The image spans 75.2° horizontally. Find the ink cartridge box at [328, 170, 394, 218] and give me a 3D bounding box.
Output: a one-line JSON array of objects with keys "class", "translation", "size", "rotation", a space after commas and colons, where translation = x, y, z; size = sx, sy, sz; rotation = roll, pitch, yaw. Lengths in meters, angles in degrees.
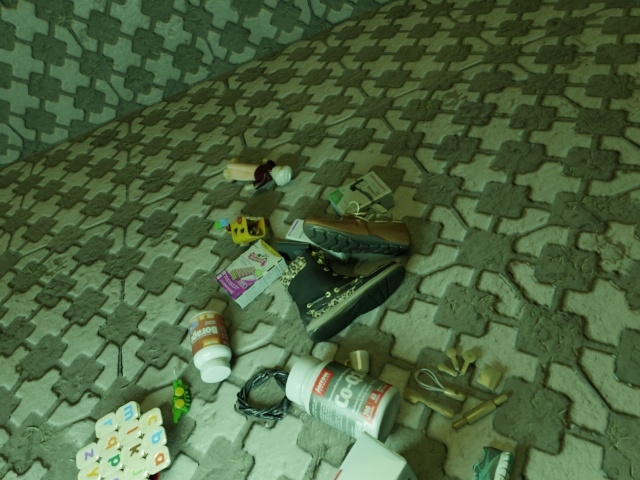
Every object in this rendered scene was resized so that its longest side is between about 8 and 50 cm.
[{"class": "ink cartridge box", "translation": [0.160, -0.159, 1.617], "size": [0.209, 0.086, 0.153], "rotation": [-29, 49, -6]}]

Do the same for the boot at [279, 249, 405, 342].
[{"class": "boot", "translation": [0.061, 0.131, 1.392], "size": [0.377, 0.138, 0.284], "rotation": [-37, 49, -4]}]

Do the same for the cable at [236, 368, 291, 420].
[{"class": "cable", "translation": [-0.169, 0.460, 1.258], "size": [0.185, 0.047, 0.150], "rotation": [0, 52, 20]}]

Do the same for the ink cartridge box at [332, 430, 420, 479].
[{"class": "ink cartridge box", "translation": [0.117, 0.573, 0.917], "size": [0.114, 0.272, 0.197], "rotation": [23, 63, 37]}]

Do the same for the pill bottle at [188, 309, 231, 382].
[{"class": "pill bottle", "translation": [-0.361, 0.348, 1.369], "size": [0.121, 0.121, 0.216], "rotation": [-26, 48, -2]}]

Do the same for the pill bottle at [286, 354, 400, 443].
[{"class": "pill bottle", "translation": [0.057, 0.424, 1.130], "size": [0.283, 0.161, 0.161], "rotation": [15, 59, 29]}]

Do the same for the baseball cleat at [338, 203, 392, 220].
[{"class": "baseball cleat", "translation": [0.163, -0.084, 1.531], "size": [0.206, 0.072, 0.109], "rotation": [6, 77, -8]}]

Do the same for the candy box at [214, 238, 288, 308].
[{"class": "candy box", "translation": [-0.256, 0.120, 1.550], "size": [0.233, 0.071, 0.159], "rotation": [-42, 50, -16]}]

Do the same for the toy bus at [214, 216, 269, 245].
[{"class": "toy bus", "translation": [-0.306, -0.031, 1.665], "size": [0.191, 0.202, 0.104], "rotation": [-11, 81, 4]}]

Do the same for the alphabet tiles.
[{"class": "alphabet tiles", "translation": [-0.558, 0.615, 1.176], "size": [0.278, 0.021, 0.284], "rotation": [-30, 54, -1]}]

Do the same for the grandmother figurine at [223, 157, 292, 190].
[{"class": "grandmother figurine", "translation": [-0.280, -0.306, 1.890], "size": [0.343, 0.104, 0.207], "rotation": [8, 64, 28]}]

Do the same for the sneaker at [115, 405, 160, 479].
[{"class": "sneaker", "translation": [-0.542, 0.618, 1.238], "size": [0.145, 0.090, 0.270], "rotation": [-16, 52, 5]}]

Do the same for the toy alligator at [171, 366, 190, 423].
[{"class": "toy alligator", "translation": [-0.446, 0.490, 1.335], "size": [0.051, 0.056, 0.189], "rotation": [10, 40, -27]}]

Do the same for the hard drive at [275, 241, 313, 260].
[{"class": "hard drive", "translation": [-0.091, 0.042, 1.538], "size": [0.135, 0.094, 0.022], "rotation": [2, 54, 21]}]

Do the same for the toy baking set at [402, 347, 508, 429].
[{"class": "toy baking set", "translation": [0.364, 0.404, 1.129], "size": [0.256, 0.030, 0.196], "rotation": [-31, 46, -7]}]

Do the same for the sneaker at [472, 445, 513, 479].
[{"class": "sneaker", "translation": [0.390, 0.563, 0.976], "size": [0.076, 0.065, 0.166], "rotation": [9, 51, 46]}]

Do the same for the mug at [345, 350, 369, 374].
[{"class": "mug", "translation": [0.115, 0.369, 1.234], "size": [0.062, 0.078, 0.064], "rotation": [6, 57, -17]}]

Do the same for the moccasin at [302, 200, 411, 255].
[{"class": "moccasin", "translation": [0.125, -0.041, 1.401], "size": [0.380, 0.139, 0.146], "rotation": [3, 62, -13]}]

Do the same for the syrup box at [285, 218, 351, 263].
[{"class": "syrup box", "translation": [0.000, 0.000, 1.541], "size": [0.237, 0.093, 0.096], "rotation": [14, 59, 28]}]
